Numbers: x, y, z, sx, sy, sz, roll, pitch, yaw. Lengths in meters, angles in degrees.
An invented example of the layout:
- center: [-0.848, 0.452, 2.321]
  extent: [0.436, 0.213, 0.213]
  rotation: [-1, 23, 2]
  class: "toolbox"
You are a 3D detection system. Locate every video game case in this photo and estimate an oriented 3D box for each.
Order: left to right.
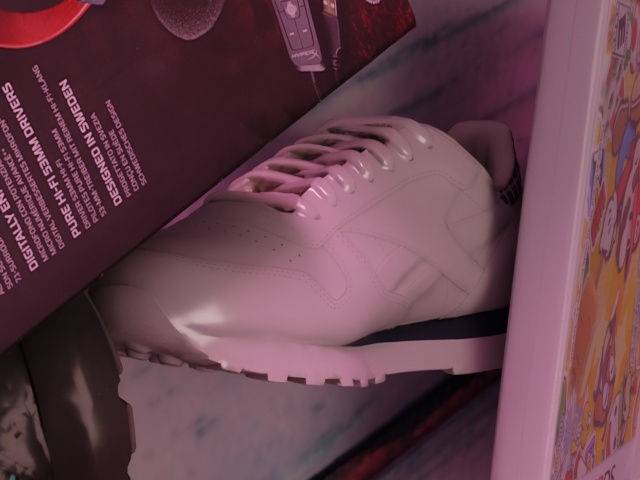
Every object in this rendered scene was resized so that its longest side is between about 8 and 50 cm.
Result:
- center: [0.115, 0.012, 0.786]
  extent: [0.206, 0.026, 0.227]
  rotation: [-6, 103, -71]
  class: "video game case"

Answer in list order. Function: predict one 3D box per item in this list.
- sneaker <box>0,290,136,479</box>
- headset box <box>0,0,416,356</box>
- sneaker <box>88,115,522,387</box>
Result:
- center: [-0.113, 0.141, 0.593]
  extent: [0.106, 0.101, 0.267]
  rotation: [-12, 100, -31]
  class: "sneaker"
- center: [-0.135, -0.077, 0.484]
  extent: [0.293, 0.110, 0.218]
  rotation: [-40, 118, -34]
  class: "headset box"
- center: [0.000, 0.000, 0.675]
  extent: [0.235, 0.090, 0.094]
  rotation: [-5, 105, -58]
  class: "sneaker"
